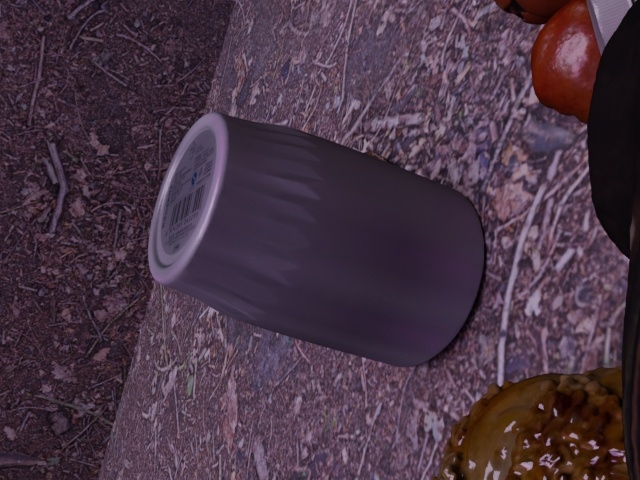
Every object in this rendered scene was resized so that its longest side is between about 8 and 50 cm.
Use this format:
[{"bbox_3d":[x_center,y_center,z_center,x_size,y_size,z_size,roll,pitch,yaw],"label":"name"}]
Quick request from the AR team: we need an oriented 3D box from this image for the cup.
[{"bbox_3d":[0.000,0.000,0.803,0.253,0.371,0.254,-35,45,45],"label":"cup"}]

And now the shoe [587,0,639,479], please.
[{"bbox_3d":[0.244,0.011,0.365,0.237,0.171,0.385,-7,-84,-76],"label":"shoe"}]

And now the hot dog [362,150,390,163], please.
[{"bbox_3d":[0.060,-0.049,1.043,0.108,0.059,0.191,25,99,59],"label":"hot dog"}]

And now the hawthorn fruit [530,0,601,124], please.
[{"bbox_3d":[0.256,-0.170,0.600,0.140,0.125,0.125,59,-148,-66],"label":"hawthorn fruit"}]

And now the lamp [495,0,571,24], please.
[{"bbox_3d":[0.235,-0.319,0.643,0.187,0.164,0.187,-41,2,2],"label":"lamp"}]

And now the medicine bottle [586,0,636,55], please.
[{"bbox_3d":[0.299,-0.190,0.474,0.186,0.102,0.103,-16,60,25],"label":"medicine bottle"}]

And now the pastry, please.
[{"bbox_3d":[0.198,0.233,0.484,0.315,0.184,0.285,-5,75,63],"label":"pastry"}]
